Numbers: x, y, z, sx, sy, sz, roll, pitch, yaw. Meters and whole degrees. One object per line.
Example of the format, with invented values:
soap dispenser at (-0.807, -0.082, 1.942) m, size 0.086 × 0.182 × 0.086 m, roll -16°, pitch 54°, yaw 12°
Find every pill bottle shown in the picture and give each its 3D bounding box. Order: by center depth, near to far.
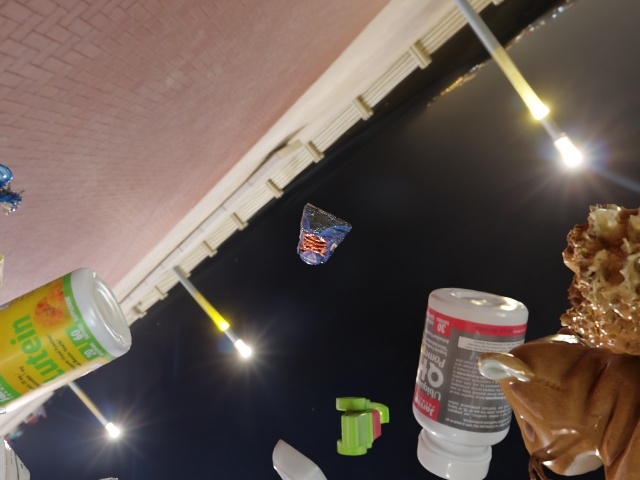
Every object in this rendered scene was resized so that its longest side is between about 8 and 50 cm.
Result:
pill bottle at (-0.404, 0.149, 0.678) m, size 0.245 × 0.136 × 0.136 m, roll -27°, pitch -178°, yaw -10°
pill bottle at (0.265, 0.259, 0.913) m, size 0.176 × 0.176 × 0.319 m, roll -90°, pitch -173°, yaw -84°

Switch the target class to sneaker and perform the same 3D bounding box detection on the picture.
sneaker at (0.000, 0.000, 0.841) m, size 0.221 × 0.083 × 0.087 m, roll 64°, pitch 50°, yaw -81°

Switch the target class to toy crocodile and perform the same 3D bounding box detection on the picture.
toy crocodile at (0.096, 0.414, 1.124) m, size 0.105 × 0.115 × 0.340 m, roll -3°, pitch 162°, yaw 9°

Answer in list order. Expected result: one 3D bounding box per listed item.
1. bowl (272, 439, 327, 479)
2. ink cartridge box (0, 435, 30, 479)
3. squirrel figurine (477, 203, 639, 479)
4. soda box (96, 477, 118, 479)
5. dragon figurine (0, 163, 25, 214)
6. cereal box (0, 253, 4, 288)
bowl at (-0.047, 0.535, 1.133) m, size 0.142 × 0.142 × 0.053 m, roll 18°, pitch -129°, yaw 41°
ink cartridge box at (-0.528, 0.396, 0.804) m, size 0.060 × 0.104 × 0.180 m, roll -15°, pitch 136°, yaw -21°
squirrel figurine at (0.364, 0.146, 0.518) m, size 0.281 × 0.397 × 0.370 m, roll -11°, pitch -165°, yaw -26°
soda box at (-0.584, 0.610, 1.146) m, size 0.216 × 0.074 × 0.069 m, roll -10°, pitch 154°, yaw -9°
dragon figurine at (-0.573, -0.102, 0.814) m, size 0.144 × 0.085 × 0.289 m, roll -66°, pitch -171°, yaw -30°
cereal box at (-0.915, 0.062, 1.279) m, size 0.240 × 0.173 × 0.047 m, roll -38°, pitch -151°, yaw 48°
